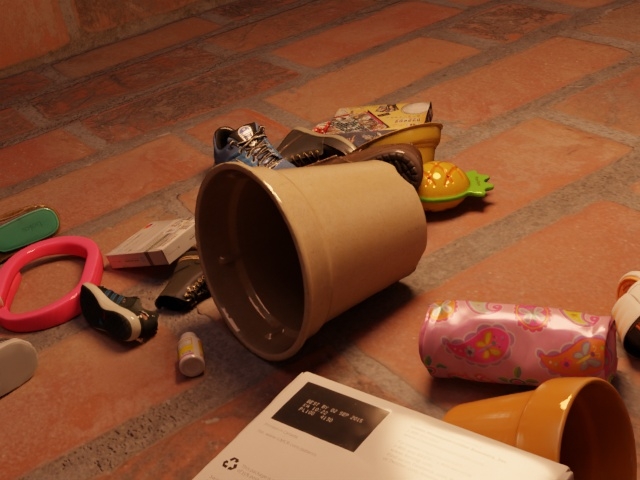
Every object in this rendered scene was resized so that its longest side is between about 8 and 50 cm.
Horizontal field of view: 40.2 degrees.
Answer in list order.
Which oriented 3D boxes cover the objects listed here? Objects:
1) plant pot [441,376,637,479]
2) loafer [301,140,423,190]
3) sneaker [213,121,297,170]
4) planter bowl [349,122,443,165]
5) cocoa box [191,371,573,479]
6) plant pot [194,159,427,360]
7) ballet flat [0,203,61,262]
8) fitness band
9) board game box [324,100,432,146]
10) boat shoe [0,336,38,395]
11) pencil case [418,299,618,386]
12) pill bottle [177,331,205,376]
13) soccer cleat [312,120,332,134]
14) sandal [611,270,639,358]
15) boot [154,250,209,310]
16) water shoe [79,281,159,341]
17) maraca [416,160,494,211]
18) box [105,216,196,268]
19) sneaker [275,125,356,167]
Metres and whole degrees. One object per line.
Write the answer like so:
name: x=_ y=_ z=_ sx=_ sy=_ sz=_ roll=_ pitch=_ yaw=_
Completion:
plant pot: x=0.247 y=0.266 z=1.050 sx=0.188 sy=0.205 sz=0.205 roll=-7 pitch=25 yaw=42
loafer: x=0.057 y=-0.112 z=1.784 sx=0.366 sy=0.133 sz=0.130 roll=-10 pitch=18 yaw=30
sneaker: x=-0.155 y=-0.182 z=1.991 sx=0.130 sy=0.147 sz=0.330 roll=-30 pitch=35 yaw=-29
planter bowl: x=0.173 y=-0.170 z=1.874 sx=0.217 sy=0.090 sz=0.217 roll=-18 pitch=-8 yaw=-3
cocoa box: x=0.067 y=0.335 z=0.935 sx=0.347 sy=0.227 sz=0.231 roll=14 pitch=39 yaw=37
plant pot: x=0.000 y=0.000 z=1.498 sx=0.306 sy=0.333 sz=0.334 roll=-17 pitch=28 yaw=-34
ballet flat: x=-0.744 y=0.004 z=1.929 sx=0.342 sy=0.116 sz=0.124 roll=-26 pitch=12 yaw=-25
fitness band: x=-0.549 y=0.080 z=1.769 sx=0.209 sy=0.054 sz=0.291 roll=-11 pitch=31 yaw=0
board game box: x=0.147 y=-0.288 z=2.175 sx=0.243 sy=0.042 sz=0.165 roll=-2 pitch=31 yaw=17
boat shoe: x=-0.632 y=0.241 z=1.462 sx=0.105 sy=0.113 sz=0.306 roll=10 pitch=33 yaw=44
pencil case: x=0.287 y=0.156 z=1.286 sx=0.284 sy=0.124 sz=0.124 roll=2 pitch=32 yaw=24
pill bottle: x=-0.219 y=0.189 z=1.473 sx=0.043 sy=0.043 sz=0.083 roll=-14 pitch=29 yaw=-5
soccer cleat: x=-0.001 y=-0.283 z=2.236 sx=0.036 sy=0.029 sz=0.083 roll=2 pitch=28 yaw=39
sandal: x=0.480 y=0.136 z=1.265 sx=0.076 sy=0.102 sz=0.265 roll=-12 pitch=31 yaw=-7
boot: x=-0.203 y=0.080 z=1.644 sx=0.198 sy=0.076 sz=0.137 roll=-11 pitch=31 yaw=29
water shoe: x=-0.374 y=0.132 z=1.621 sx=0.080 sy=0.072 sz=0.203 roll=-8 pitch=25 yaw=-42
maraca: x=0.255 y=-0.111 z=1.776 sx=0.186 sy=0.099 sz=0.127 roll=-4 pitch=34 yaw=0
box: x=-0.331 y=0.003 z=1.798 sx=0.186 sy=0.038 sz=0.145 roll=-4 pitch=27 yaw=40
sneaker: x=-0.013 y=-0.188 z=2.042 sx=0.222 sy=0.083 sz=0.118 roll=20 pitch=56 yaw=39
